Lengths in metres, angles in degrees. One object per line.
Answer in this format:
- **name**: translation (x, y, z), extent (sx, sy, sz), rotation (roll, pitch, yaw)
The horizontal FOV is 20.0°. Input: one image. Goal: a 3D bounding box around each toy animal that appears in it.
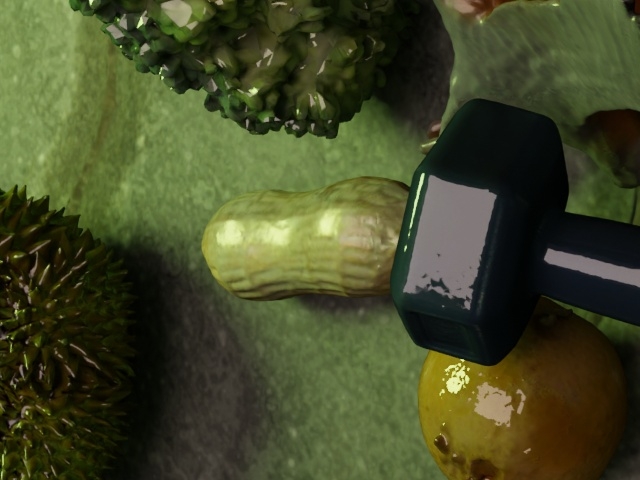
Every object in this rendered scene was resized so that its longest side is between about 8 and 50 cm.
- **toy animal**: translation (0.093, -0.149, 1.122), extent (0.284, 0.225, 0.302), rotation (26, 138, 11)

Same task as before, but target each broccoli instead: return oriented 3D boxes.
- **broccoli**: translation (-0.079, -0.263, 1.241), extent (0.338, 0.277, 0.317), rotation (34, 106, 31)

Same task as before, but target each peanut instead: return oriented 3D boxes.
- **peanut**: translation (0.000, 0.000, 1.299), extent (0.206, 0.087, 0.087), rotation (-4, 88, 39)

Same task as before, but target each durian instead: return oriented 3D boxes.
- **durian**: translation (-0.267, 0.080, 1.441), extent (0.291, 0.225, 0.291), rotation (10, 125, 14)

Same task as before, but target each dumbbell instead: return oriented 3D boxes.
- **dumbbell**: translation (0.206, 0.026, 1.043), extent (0.316, 0.156, 0.144), rotation (15, 131, 18)

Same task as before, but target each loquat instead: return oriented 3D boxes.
- **loquat**: translation (0.128, 0.104, 1.164), extent (0.141, 0.141, 0.141), rotation (0, 90, 39)
